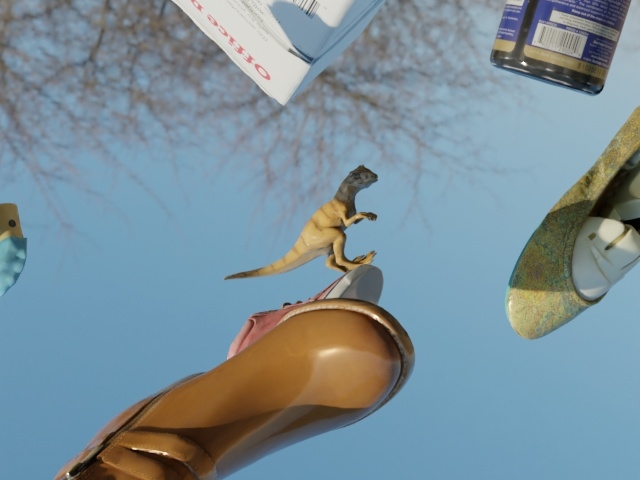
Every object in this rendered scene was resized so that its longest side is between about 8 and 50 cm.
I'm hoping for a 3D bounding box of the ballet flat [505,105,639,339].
[{"bbox_3d":[0.337,-0.028,1.412,0.123,0.348,0.123,33,157,16],"label":"ballet flat"}]

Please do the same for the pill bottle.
[{"bbox_3d":[0.261,-0.268,1.275,0.123,0.219,0.123,16,-171,-3],"label":"pill bottle"}]

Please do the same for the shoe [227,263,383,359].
[{"bbox_3d":[-0.014,0.078,1.254,0.081,0.063,0.178,15,-133,35],"label":"shoe"}]

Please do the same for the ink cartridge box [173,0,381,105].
[{"bbox_3d":[-0.049,-0.354,1.375,0.285,0.166,0.395,46,162,-1],"label":"ink cartridge box"}]

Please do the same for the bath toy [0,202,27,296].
[{"bbox_3d":[-0.448,-0.029,1.133,0.348,0.151,0.129,19,-171,-34],"label":"bath toy"}]

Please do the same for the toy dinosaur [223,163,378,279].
[{"bbox_3d":[0.000,0.000,1.463,0.112,0.211,0.064,42,-169,-10],"label":"toy dinosaur"}]

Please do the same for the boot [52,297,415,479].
[{"bbox_3d":[-0.081,0.145,0.933,0.284,0.109,0.220,-17,-169,33],"label":"boot"}]
